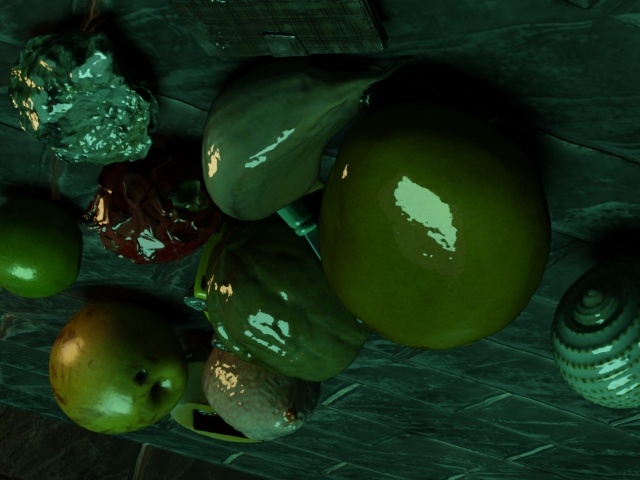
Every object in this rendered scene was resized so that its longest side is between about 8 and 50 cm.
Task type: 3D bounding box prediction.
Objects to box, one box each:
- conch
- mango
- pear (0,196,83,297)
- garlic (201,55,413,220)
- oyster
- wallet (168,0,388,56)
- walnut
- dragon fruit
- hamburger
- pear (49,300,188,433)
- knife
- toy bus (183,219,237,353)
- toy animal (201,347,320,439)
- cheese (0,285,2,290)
[{"bbox_3d":[0.489,0.120,1.642,0.303,0.215,0.319,-19,158,40],"label":"conch"},{"bbox_3d":[0.138,-0.019,1.483,0.300,0.232,0.445,12,152,15],"label":"mango"},{"bbox_3d":[-0.505,0.011,1.965,0.216,0.166,0.180,2,174,-11],"label":"pear"},{"bbox_3d":[-0.043,-0.144,1.450,0.196,0.151,0.338,-8,158,-24],"label":"garlic"},{"bbox_3d":[-0.303,-0.178,1.496,0.198,0.112,0.267,7,154,15],"label":"oyster"},{"bbox_3d":[-0.048,-0.247,1.280,0.230,0.042,0.124,2,152,24],"label":"wallet"},{"bbox_3d":[-0.038,0.077,1.767,0.283,0.283,0.227,27,180,-31],"label":"walnut"},{"bbox_3d":[-0.232,-0.051,1.682,0.209,0.172,0.172,-2,153,30],"label":"dragon fruit"},{"bbox_3d":[-0.188,0.318,2.525,0.302,0.170,0.302,8,154,4],"label":"hamburger"},{"bbox_3d":[-0.404,0.255,2.360,0.281,0.281,0.281,11,157,5],"label":"pear"},{"bbox_3d":[0.001,-0.001,1.659,0.260,0.063,0.034,54,143,-1],"label":"knife"},{"bbox_3d":[-0.120,0.091,1.985,0.152,0.144,0.330,9,158,11],"label":"toy bus"},{"bbox_3d":[-0.105,0.248,2.208,0.188,0.226,0.358,37,176,-33],"label":"toy animal"},{"bbox_3d":[-0.679,0.047,2.253,0.159,0.093,0.263,15,157,-8],"label":"cheese"}]
